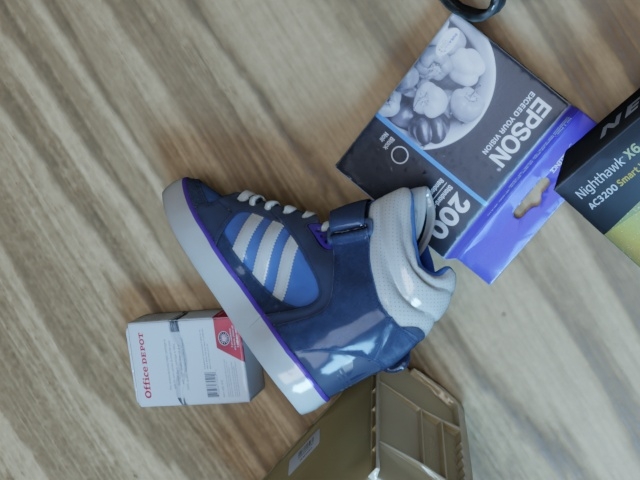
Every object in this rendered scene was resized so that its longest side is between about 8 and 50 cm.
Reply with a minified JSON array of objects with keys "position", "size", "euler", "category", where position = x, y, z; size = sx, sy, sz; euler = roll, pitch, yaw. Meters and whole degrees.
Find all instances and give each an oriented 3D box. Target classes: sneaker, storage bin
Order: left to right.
[{"position":[0.000,0.000,1.264],"size":[0.236,0.130,0.323],"euler":[-36,55,0],"category":"sneaker"},{"position":[0.023,0.280,1.257],"size":[0.123,0.260,0.262],"euler":[36,110,-11],"category":"storage bin"}]

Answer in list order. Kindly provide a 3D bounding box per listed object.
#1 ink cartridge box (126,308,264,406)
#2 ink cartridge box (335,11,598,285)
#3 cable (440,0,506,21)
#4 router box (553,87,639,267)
[{"position":[-0.139,0.129,1.376],"size":[0.135,0.056,0.099],"euler":[-4,100,17],"category":"ink cartridge box"},{"position":[0.154,-0.088,1.250],"size":[0.208,0.045,0.206],"euler":[39,109,4],"category":"ink cartridge box"},{"position":[0.098,-0.301,1.226],"size":[0.287,0.072,0.140],"euler":[16,103,24],"category":"cable"},{"position":[0.403,-0.073,1.090],"size":[0.243,0.081,0.309],"euler":[40,127,-7],"category":"router box"}]
